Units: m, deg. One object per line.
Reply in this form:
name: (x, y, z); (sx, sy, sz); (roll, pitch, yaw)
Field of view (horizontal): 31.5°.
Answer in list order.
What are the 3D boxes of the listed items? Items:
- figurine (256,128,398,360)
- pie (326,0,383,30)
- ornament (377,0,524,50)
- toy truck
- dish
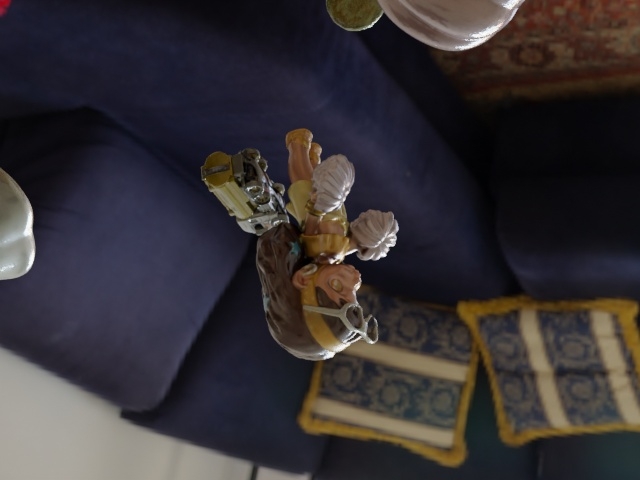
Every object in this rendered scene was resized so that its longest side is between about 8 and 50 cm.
figurine: (-0.001, 0.002, 1.150); (0.115, 0.240, 0.174); (-5, 156, 24)
pie: (0.042, -0.285, 1.328); (0.084, 0.084, 0.021); (0, 176, 27)
ornament: (0.128, -0.281, 1.107); (0.177, 0.178, 0.177); (10, 159, 4)
toy truck: (-0.081, -0.053, 1.235); (0.062, 0.052, 0.123); (-16, 149, 12)
dish: (-0.407, -0.014, 1.159); (0.229, 0.081, 0.229); (11, 134, 11)
